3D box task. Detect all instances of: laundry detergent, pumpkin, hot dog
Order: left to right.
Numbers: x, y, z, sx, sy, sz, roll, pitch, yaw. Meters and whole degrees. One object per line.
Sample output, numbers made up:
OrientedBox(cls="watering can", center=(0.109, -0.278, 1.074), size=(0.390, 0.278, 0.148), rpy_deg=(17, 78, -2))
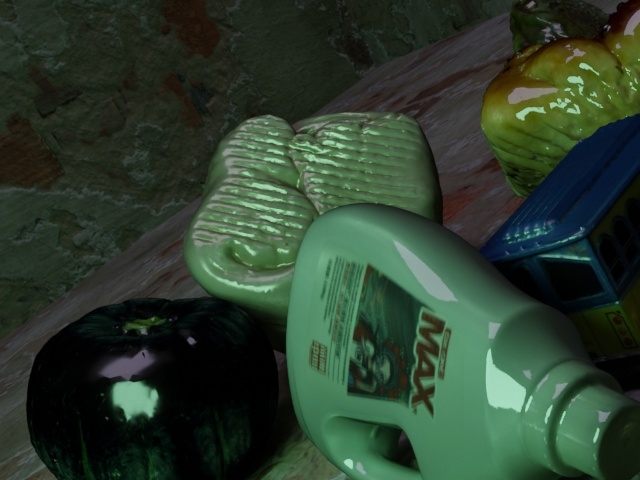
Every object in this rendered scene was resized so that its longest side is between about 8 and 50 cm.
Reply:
OrientedBox(cls="pumpkin", center=(-0.195, 0.197, 1.408), size=(0.315, 0.238, 0.315), rpy_deg=(-11, 19, 4))
OrientedBox(cls="laundry detergent", center=(0.118, 0.125, 1.034), size=(0.124, 0.264, 0.398), rpy_deg=(2, 11, -33))
OrientedBox(cls="hot dog", center=(0.361, -0.186, 1.457), size=(0.367, 0.196, 0.365), rpy_deg=(-33, -7, 12))

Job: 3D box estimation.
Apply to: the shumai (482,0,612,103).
OrientedBox(cls="shumai", center=(0.402, -0.235, 1.935), size=(0.263, 0.304, 0.309), rpy_deg=(-63, 0, 26))

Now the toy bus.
OrientedBox(cls="toy bus", center=(0.289, 0.002, 1.170), size=(0.138, 0.175, 0.287), rpy_deg=(-19, 16, 44))

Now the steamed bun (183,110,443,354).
OrientedBox(cls="steamed bun", center=(0.000, 0.000, 1.619), size=(0.342, 0.255, 0.368), rpy_deg=(9, 52, 5))
